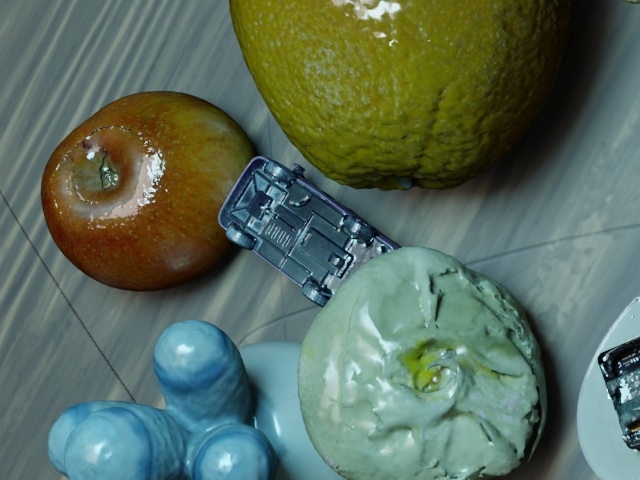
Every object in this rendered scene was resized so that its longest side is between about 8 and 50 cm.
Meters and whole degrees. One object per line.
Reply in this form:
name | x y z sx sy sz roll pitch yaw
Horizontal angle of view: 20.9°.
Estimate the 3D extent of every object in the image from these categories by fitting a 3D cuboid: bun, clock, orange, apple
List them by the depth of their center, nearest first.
clock | 0.308 0.128 1.531 0.198 0.064 0.172 -26 69 27
bun | 0.096 0.128 1.585 0.239 0.141 0.239 0 84 -4
orange | 0.074 -0.224 1.607 0.322 0.322 0.357 1 92 34
apple | -0.186 -0.055 1.832 0.235 0.173 0.210 -46 60 18

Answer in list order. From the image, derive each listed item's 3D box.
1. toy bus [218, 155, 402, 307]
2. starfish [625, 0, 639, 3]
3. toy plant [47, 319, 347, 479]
toy bus | 0.000 0.000 1.737 0.199 0.108 0.096 36 98 31
starfish | 0.423 -0.186 1.477 0.327 0.094 0.375 -16 90 16
toy plant | -0.116 0.198 1.649 0.247 0.332 0.247 -5 81 32
